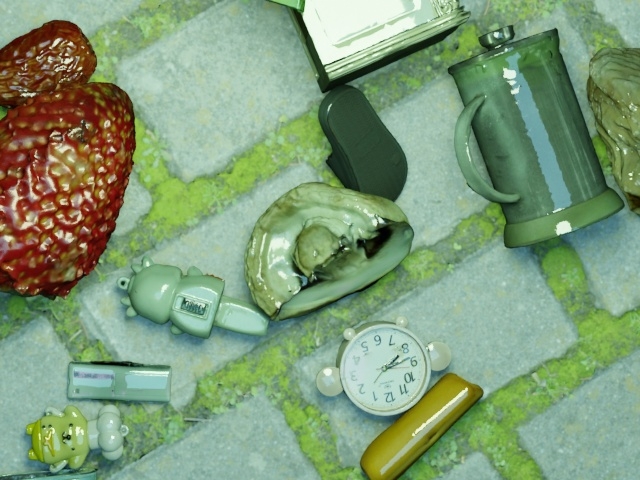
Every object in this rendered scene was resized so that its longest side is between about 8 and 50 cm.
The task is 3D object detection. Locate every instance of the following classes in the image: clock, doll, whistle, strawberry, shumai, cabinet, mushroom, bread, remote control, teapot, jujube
[{"bbox_3d":[0.102,0.207,1.968,0.229,0.063,0.156,-14,93,-8],"label":"clock"},{"bbox_3d":[-0.388,0.314,1.916,0.162,0.062,0.106,-7,83,-6],"label":"doll"},{"bbox_3d":[-0.203,0.098,1.905,0.253,0.106,0.102,16,123,-1],"label":"whistle"},{"bbox_3d":[-0.415,-0.084,1.771,0.292,0.292,0.343,32,105,-8],"label":"strawberry"},{"bbox_3d":[0.554,-0.159,1.957,0.314,0.267,0.262,28,123,19],"label":"shumai"},{"bbox_3d":[0.046,-0.420,1.805,0.227,0.290,0.318,-24,93,0],"label":"cabinet"},{"bbox_3d":[0.007,-0.001,1.887,0.267,0.189,0.164,-43,65,27],"label":"mushroom"},{"bbox_3d":[0.163,0.309,1.968,0.239,0.092,0.074,-43,72,-3],"label":"bread"},{"bbox_3d":[-0.326,0.228,1.935,0.166,0.029,0.065,3,94,-6],"label":"remote control"},{"bbox_3d":[0.313,-0.167,1.886,0.270,0.200,0.337,-23,95,-35],"label":"teapot"},{"bbox_3d":[-0.437,-0.268,1.856,0.176,0.109,0.112,-26,60,4],"label":"jujube"}]

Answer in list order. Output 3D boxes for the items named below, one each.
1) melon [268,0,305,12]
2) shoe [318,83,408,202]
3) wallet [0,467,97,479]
[{"bbox_3d":[-0.076,-0.435,1.652,0.114,0.053,0.262,-11,88,22],"label":"melon"},{"bbox_3d":[0.055,-0.154,1.920,0.108,0.093,0.241,-43,130,-15],"label":"shoe"},{"bbox_3d":[-0.440,0.498,1.922,0.176,0.075,0.250,-3,94,-12],"label":"wallet"}]
